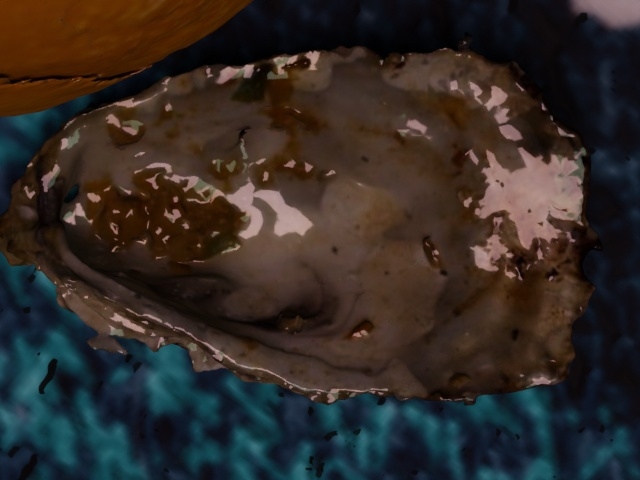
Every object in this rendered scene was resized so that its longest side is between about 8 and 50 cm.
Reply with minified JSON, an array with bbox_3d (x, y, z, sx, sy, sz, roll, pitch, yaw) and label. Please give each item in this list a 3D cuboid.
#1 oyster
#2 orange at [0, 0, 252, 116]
[{"bbox_3d":[-0.008,-0.002,0.559,0.177,0.056,0.105,-8,98,5],"label":"oyster"},{"bbox_3d":[-0.098,-0.141,0.413,0.246,0.246,0.246,1,110,2],"label":"orange"}]
